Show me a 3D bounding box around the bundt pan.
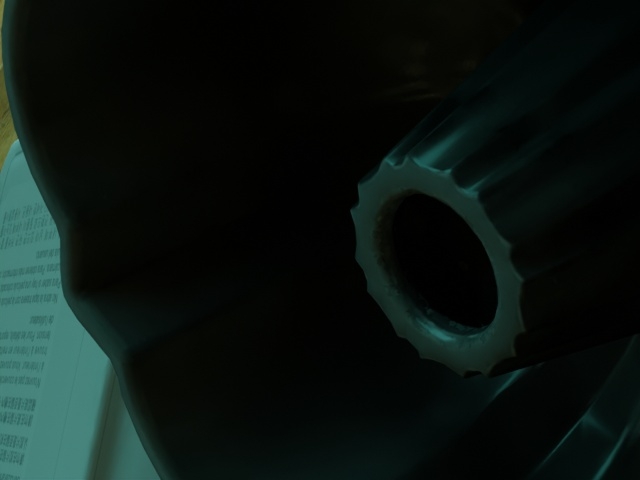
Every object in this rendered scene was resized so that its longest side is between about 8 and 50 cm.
[{"bbox_3d":[0.069,-0.016,0.481,0.124,0.331,0.331,-28,-1,-36],"label":"bundt pan"}]

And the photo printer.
[{"bbox_3d":[-0.090,0.102,0.833,0.256,0.107,0.307,-9,68,66],"label":"photo printer"}]
